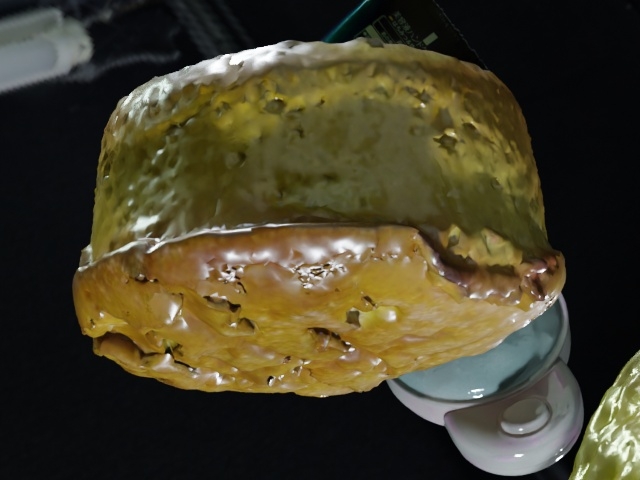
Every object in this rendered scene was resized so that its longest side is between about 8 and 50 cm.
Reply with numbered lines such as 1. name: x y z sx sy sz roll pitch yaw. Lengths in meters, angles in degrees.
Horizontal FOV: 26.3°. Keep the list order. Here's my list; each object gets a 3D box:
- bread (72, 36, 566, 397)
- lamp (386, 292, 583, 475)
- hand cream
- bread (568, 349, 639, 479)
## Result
1. bread: 0.000 0.000 1.047 0.398 0.398 0.215 5 -109 -30
2. lamp: 0.145 0.098 1.240 0.179 0.108 0.246 -26 -129 -1
3. hand cream: 0.021 -0.129 1.212 0.120 0.270 0.061 52 -135 -9
4. bread: 0.170 0.122 0.435 0.197 0.170 0.197 0 -86 -7
